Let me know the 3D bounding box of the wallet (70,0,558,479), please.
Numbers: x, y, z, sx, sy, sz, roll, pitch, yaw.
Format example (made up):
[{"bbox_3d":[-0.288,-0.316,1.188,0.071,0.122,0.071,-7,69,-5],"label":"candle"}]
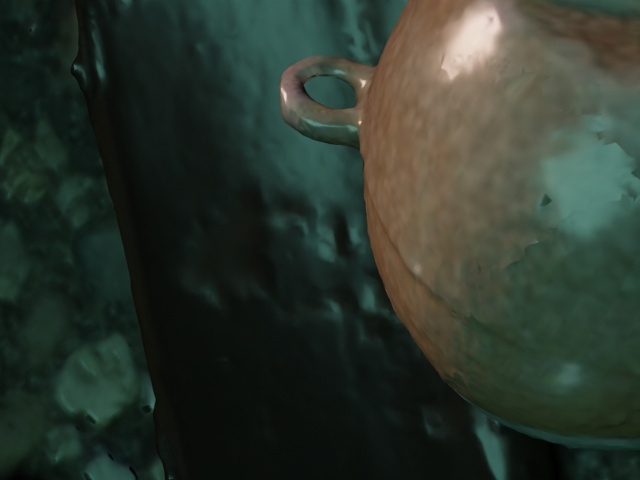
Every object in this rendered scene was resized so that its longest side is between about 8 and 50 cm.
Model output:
[{"bbox_3d":[0.000,0.000,0.681,0.165,0.042,0.309,-7,100,25],"label":"wallet"}]

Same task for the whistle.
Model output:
[{"bbox_3d":[0.156,-0.007,0.548,0.348,0.189,0.189,11,107,7],"label":"whistle"}]
